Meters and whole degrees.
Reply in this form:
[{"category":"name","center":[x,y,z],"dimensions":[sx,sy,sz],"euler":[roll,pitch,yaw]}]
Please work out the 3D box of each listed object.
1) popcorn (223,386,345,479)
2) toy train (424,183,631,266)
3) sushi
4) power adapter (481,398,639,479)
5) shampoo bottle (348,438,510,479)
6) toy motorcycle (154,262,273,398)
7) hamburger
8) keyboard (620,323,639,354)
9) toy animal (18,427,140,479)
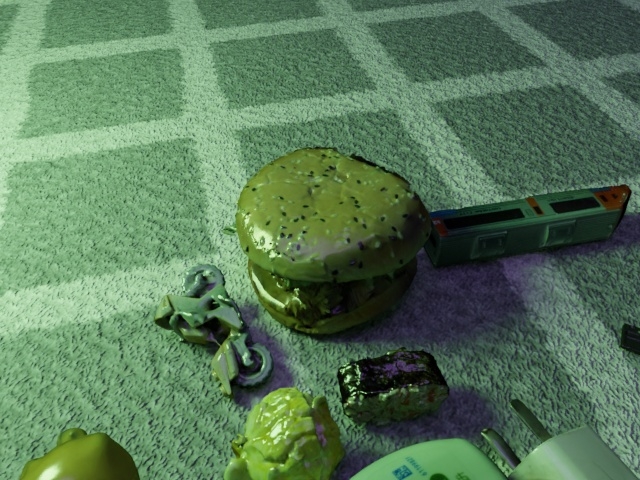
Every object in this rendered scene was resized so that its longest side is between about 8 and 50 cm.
[{"category":"popcorn","center":[-0.042,0.258,0.691],"dimensions":[0.162,0.135,0.141],"euler":[0,65,-16]},{"category":"toy train","center":[0.396,-0.028,1.011],"dimensions":[0.409,0.086,0.089],"euler":[-8,46,-8]},{"category":"sushi","center":[0.101,0.209,0.771],"dimensions":[0.150,0.090,0.078],"euler":[-7,41,-5]},{"category":"power adapter","center":[0.279,0.288,0.646],"dimensions":[0.125,0.130,0.205],"euler":[-1,38,-36]},{"category":"shampoo bottle","center":[0.055,0.363,0.572],"dimensions":[0.349,0.151,0.222],"euler":[-20,46,-18]},{"category":"toy motorcycle","center":[-0.172,0.144,0.847],"dimensions":[0.130,0.094,0.229],"euler":[-27,63,-19]},{"category":"hamburger","center":[0.000,0.000,0.914],"dimensions":[0.318,0.195,0.277],"euler":[29,50,29]},{"category":"keyboard","center":[0.555,0.176,0.855],"dimensions":[0.155,0.010,0.053],"euler":[19,49,18]},{"category":"toy animal","center":[-0.264,0.334,0.597],"dimensions":[0.195,0.169,0.281],"euler":[22,20,-42]}]
